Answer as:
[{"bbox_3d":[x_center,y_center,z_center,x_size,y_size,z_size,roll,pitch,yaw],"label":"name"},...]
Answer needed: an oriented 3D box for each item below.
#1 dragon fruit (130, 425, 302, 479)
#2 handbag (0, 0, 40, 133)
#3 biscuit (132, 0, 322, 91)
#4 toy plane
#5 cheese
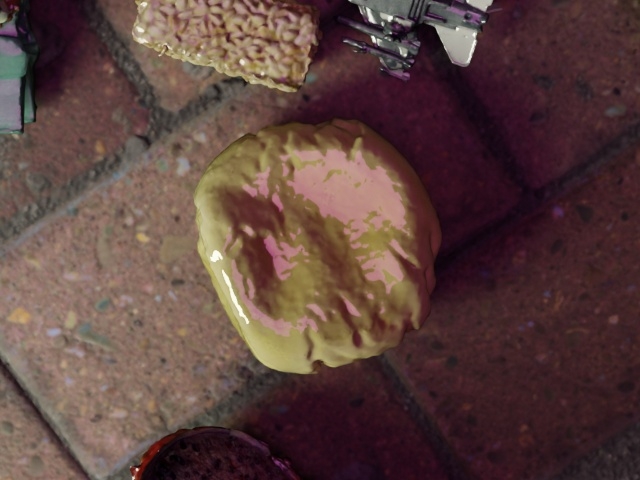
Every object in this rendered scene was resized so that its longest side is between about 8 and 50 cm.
[{"bbox_3d":[-0.107,0.295,1.008,0.148,0.224,0.218,-42,60,36],"label":"dragon fruit"},{"bbox_3d":[-0.385,-0.225,0.939,0.274,0.100,0.268,1,97,-3],"label":"handbag"},{"bbox_3d":[-0.082,-0.188,0.978,0.169,0.070,0.082,14,104,-7],"label":"biscuit"},{"bbox_3d":[0.053,-0.224,0.978,0.234,0.082,0.160,14,124,-5],"label":"toy plane"},{"bbox_3d":[0.000,0.000,0.990,0.214,0.117,0.226,-19,95,-7],"label":"cheese"}]
